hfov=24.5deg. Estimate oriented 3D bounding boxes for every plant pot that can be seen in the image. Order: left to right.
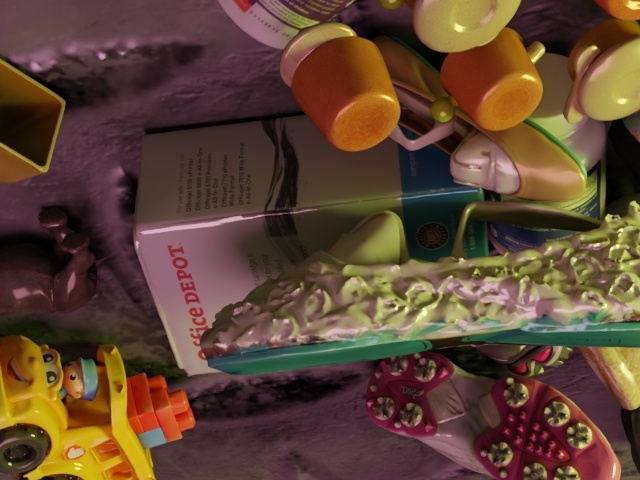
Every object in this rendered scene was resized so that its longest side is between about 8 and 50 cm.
[{"bbox_3d":[-0.288,-0.097,1.304,0.081,0.081,0.083,32,141,-33],"label":"plant pot"}]

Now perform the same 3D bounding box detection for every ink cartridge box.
[{"bbox_3d":[0.000,0.000,1.381,0.308,0.129,0.223,-7,139,5],"label":"ink cartridge box"}]

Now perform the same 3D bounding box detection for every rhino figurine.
[{"bbox_3d":[-0.333,0.033,1.455,0.243,0.073,0.106,-4,136,6],"label":"rhino figurine"}]

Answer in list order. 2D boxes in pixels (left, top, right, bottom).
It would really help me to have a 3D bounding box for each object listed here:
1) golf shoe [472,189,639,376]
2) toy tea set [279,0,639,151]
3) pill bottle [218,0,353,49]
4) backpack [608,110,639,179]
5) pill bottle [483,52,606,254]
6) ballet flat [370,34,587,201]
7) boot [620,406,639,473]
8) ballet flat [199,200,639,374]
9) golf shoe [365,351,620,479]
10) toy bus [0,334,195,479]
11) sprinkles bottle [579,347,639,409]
[{"bbox_3d":[0.231,0.039,1.458,0.120,0.105,0.273,23,134,-18],"label":"golf shoe"},{"bbox_3d":[0.128,-0.181,1.132,0.336,0.124,0.200,-11,140,-21],"label":"toy tea set"},{"bbox_3d":[0.011,-0.241,1.121,0.108,0.108,0.193,30,131,-31],"label":"pill bottle"},{"bbox_3d":[0.332,-0.121,1.241,0.115,0.152,0.182,-1,131,-40],"label":"backpack"},{"bbox_3d":[0.199,-0.072,1.319,0.112,0.112,0.186,-6,138,5],"label":"pill bottle"},{"bbox_3d":[0.112,-0.086,1.233,0.232,0.073,0.080,36,153,24],"label":"ballet flat"},{"bbox_3d":[0.397,0.205,1.558,0.118,0.222,0.338,-5,139,5],"label":"boot"},{"bbox_3d":[0.103,0.036,1.241,0.409,0.147,0.147,-4,139,0],"label":"ballet flat"},{"bbox_3d":[0.196,0.203,1.569,0.306,0.115,0.140,23,171,39],"label":"golf shoe"},{"bbox_3d":[-0.251,0.185,1.591,0.211,0.149,0.220,-19,135,0],"label":"toy bus"},{"bbox_3d":[0.389,0.008,1.321,0.355,0.121,0.121,-34,133,3],"label":"sprinkles bottle"}]
